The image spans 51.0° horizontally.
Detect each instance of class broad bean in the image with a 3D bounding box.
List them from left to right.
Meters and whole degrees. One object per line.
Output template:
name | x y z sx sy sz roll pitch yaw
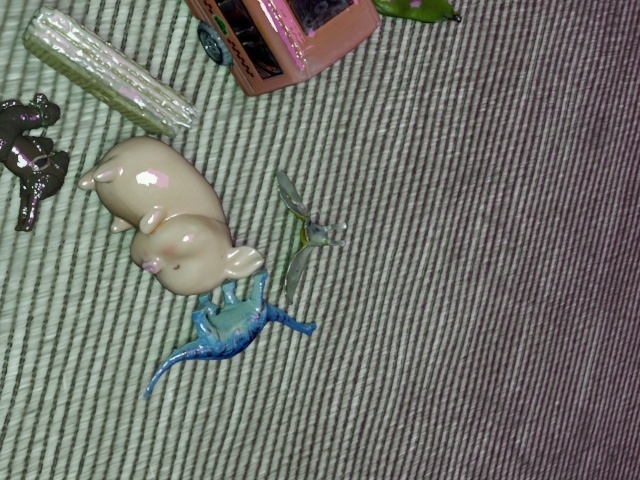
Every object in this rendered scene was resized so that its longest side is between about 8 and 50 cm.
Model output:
broad bean | 0.159 -0.418 1.181 0.214 0.048 0.070 10 80 -28

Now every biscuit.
biscuit | -0.286 -0.222 0.914 0.239 0.108 0.061 33 82 -29

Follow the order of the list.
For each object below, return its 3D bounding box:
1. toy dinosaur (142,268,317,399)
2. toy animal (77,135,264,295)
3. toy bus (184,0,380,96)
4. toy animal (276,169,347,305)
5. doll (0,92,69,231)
toy dinosaur | -0.143 0.127 1.066 0.329 0.076 0.144 -17 105 -38
toy animal | -0.215 -0.032 0.958 0.154 0.166 0.250 -39 110 -29
toy bus | -0.111 -0.423 0.918 0.203 0.233 0.426 -41 115 -19
toy animal | 0.000 0.000 1.110 0.155 0.095 0.219 10 78 -42
doll | -0.398 -0.113 0.898 0.139 0.057 0.165 43 70 -24
